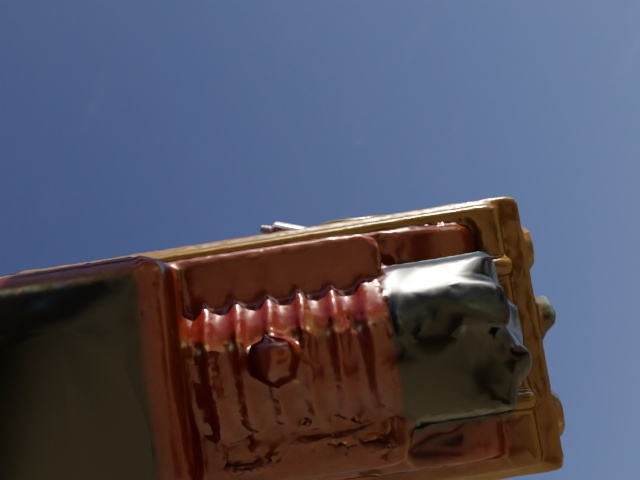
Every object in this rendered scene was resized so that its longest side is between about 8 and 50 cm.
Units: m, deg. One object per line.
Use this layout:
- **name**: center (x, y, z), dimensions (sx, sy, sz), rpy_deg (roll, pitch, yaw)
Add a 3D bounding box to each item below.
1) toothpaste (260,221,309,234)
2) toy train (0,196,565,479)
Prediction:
- **toothpaste**: center (0.000, 0.000, 1.453), dimensions (0.045, 0.170, 0.028), rpy_deg (83, -157, -48)
- **toy train**: center (-0.051, 0.073, 0.586), dimensions (0.231, 0.369, 0.163), rpy_deg (68, -167, -83)
